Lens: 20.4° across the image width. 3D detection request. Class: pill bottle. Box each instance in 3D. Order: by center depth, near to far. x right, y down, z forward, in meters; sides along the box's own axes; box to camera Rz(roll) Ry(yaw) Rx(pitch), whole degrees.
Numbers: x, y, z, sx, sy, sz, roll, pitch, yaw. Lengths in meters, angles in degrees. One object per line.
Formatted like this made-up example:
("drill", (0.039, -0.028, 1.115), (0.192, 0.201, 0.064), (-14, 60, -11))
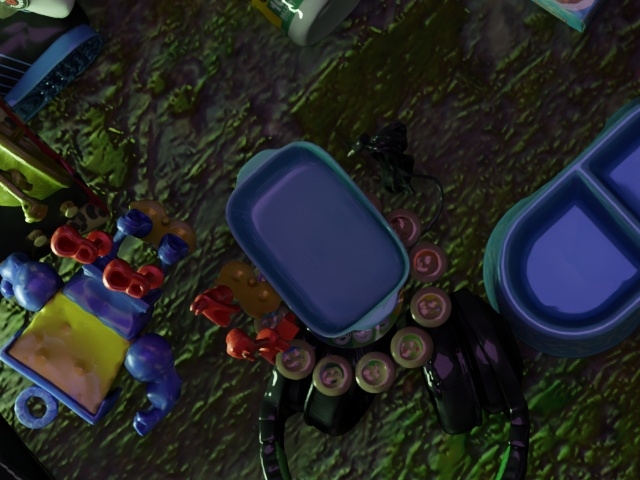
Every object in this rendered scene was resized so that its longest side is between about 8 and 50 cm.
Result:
("pill bottle", (-0.056, -0.293, 1.698), (0.208, 0.117, 0.117), (42, 92, 9))

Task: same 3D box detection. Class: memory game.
("memory game", (0.026, 0.047, 1.573), (0.186, 0.012, 0.186), (-2, 83, 15))

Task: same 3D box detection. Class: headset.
("headset", (0.067, 0.099, 1.612), (0.243, 0.185, 0.394), (0, 68, 8))

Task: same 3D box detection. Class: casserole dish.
("casserole dish", (0.000, 0.000, 1.560), (0.114, 0.037, 0.188), (-41, 76, 6))

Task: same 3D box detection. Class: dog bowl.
("dog bowl", (0.282, -0.020, 1.650), (0.297, 0.074, 0.166), (-42, 81, 2))

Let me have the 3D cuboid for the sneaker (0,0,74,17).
("sneaker", (-0.242, -0.363, 1.740), (0.146, 0.122, 0.330), (30, 68, -25))

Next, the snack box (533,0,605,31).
("snack box", (0.171, -0.365, 1.702), (0.322, 0.060, 0.187), (34, 91, 9))

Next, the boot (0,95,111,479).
("boot", (-0.313, 0.057, 1.670), (0.284, 0.138, 0.377), (-42, 96, -1))

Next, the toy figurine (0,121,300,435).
("toy figurine", (-0.228, 0.065, 1.525), (0.362, 0.191, 0.217), (34, 106, 0))

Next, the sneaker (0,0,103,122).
("sneaker", (-0.325, -0.156, 1.748), (0.232, 0.081, 0.090), (-40, 76, -3))
